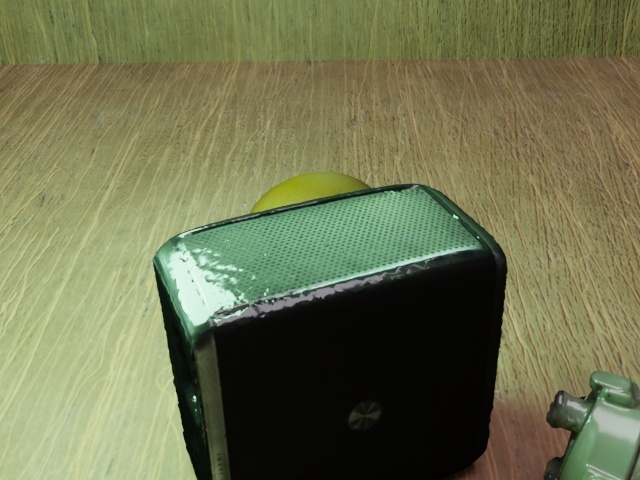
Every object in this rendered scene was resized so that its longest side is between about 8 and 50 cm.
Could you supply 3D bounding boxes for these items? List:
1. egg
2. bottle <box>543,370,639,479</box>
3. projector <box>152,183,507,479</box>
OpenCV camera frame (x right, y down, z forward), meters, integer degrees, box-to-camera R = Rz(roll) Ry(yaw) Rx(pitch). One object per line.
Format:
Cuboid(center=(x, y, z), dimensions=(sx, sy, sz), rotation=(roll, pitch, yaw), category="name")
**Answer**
Cuboid(center=(0.000, 0.000, 1.520), dimensions=(0.250, 0.250, 0.322), rotation=(19, 27, 30), category="egg")
Cuboid(center=(0.441, 0.304, 1.020), dimensions=(0.352, 0.229, 0.229), rotation=(18, 36, 18), category="bottle")
Cuboid(center=(0.014, 0.155, 1.120), dimensions=(0.405, 0.395, 0.242), rotation=(-14, 34, -17), category="projector")
